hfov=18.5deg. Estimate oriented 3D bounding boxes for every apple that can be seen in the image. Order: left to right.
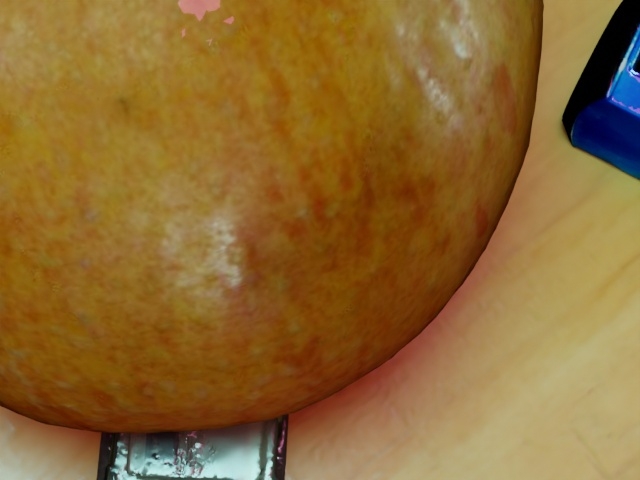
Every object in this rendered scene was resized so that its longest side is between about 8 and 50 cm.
[{"bbox_3d":[-0.060,-0.083,0.773,0.299,0.275,0.299,-6,49,7],"label":"apple"}]

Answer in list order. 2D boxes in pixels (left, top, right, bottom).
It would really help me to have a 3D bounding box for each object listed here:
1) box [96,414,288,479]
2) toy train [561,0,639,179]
[{"bbox_3d":[-0.055,0.092,0.861,0.085,0.063,0.060,6,75,-5],"label":"box"},{"bbox_3d":[0.214,-0.112,0.926,0.131,0.083,0.204,27,75,4],"label":"toy train"}]
